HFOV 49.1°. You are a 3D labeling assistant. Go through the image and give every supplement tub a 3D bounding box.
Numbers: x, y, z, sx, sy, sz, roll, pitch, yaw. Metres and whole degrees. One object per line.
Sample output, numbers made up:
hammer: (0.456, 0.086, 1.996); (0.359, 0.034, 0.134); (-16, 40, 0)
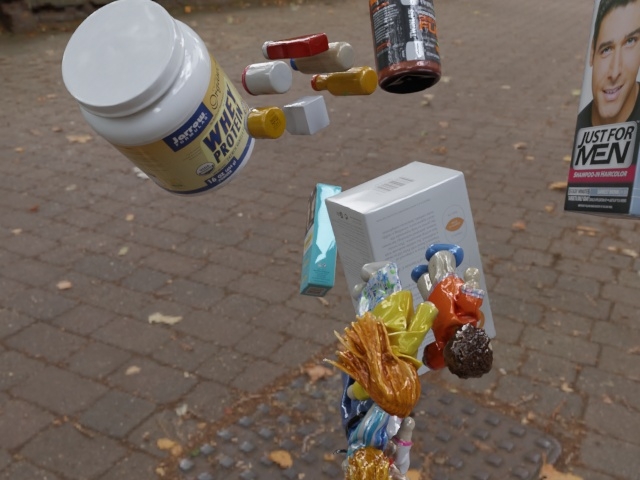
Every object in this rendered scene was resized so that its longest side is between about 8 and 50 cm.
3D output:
supplement tub: (0.133, -0.345, 1.127); (0.105, 0.198, 0.106); (-6, -8, -1)
supplement tub: (-0.264, -0.232, 1.192); (0.228, 0.229, 0.316); (8, -17, 19)

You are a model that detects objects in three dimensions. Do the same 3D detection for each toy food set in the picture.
toy food set: (-0.037, -0.208, 0.928); (0.104, 0.111, 0.232); (8, 34, 42)

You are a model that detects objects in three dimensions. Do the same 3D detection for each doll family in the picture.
doll family: (0.048, 0.126, 0.583); (0.118, 0.263, 0.163); (10, 31, -9)

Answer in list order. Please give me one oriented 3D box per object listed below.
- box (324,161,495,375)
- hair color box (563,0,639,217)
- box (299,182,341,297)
box: (0.174, 0.053, 1.338); (0.214, 0.346, 0.168); (-22, 21, -18)
hair color box: (0.502, -0.221, 1.096); (0.113, 0.375, 0.185); (7, 3, -12)
box: (0.000, 0.000, 1.619); (0.060, 0.245, 0.100); (9, -21, -11)
